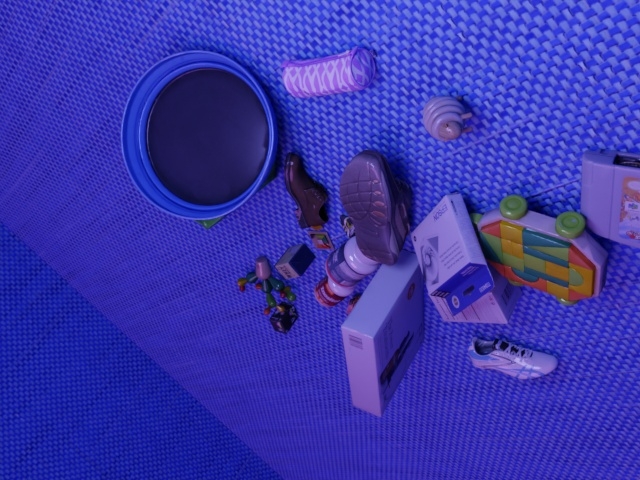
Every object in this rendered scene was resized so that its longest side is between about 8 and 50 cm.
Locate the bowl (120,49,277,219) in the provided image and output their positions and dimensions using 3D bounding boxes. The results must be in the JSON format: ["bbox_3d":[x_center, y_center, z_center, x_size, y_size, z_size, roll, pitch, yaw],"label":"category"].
[{"bbox_3d":[-0.281,-0.244,1.666,0.391,0.077,0.391,2,97,17],"label":"bowl"}]

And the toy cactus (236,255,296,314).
[{"bbox_3d":[-0.183,0.134,2.233,0.219,0.112,0.181,22,135,35],"label":"toy cactus"}]

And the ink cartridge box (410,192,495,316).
[{"bbox_3d":[0.289,0.040,1.592,0.223,0.045,0.224,122,135,-62],"label":"ink cartridge box"}]

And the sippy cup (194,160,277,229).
[{"bbox_3d":[-0.267,-0.184,1.814,0.224,0.305,0.240,53,-178,-6],"label":"sippy cup"}]

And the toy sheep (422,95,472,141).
[{"bbox_3d":[0.242,-0.240,1.377,0.091,0.132,0.091,-7,130,-8],"label":"toy sheep"}]

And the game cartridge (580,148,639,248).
[{"bbox_3d":[0.629,-0.061,1.295,0.297,0.062,0.198,14,136,30],"label":"game cartridge"}]

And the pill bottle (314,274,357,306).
[{"bbox_3d":[0.048,0.128,2.015,0.086,0.086,0.152,39,146,-4],"label":"pill bottle"}]

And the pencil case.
[{"bbox_3d":[0.015,-0.346,1.463,0.206,0.086,0.088,-1,147,42],"label":"pencil case"}]

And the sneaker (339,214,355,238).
[{"bbox_3d":[0.072,-0.039,1.847,0.035,0.031,0.083,44,161,37],"label":"sneaker"}]

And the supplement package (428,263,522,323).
[{"bbox_3d":[0.372,0.127,1.706,0.179,0.105,0.105,-3,130,45],"label":"supplement package"}]

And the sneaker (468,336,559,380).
[{"bbox_3d":[0.493,0.300,1.832,0.237,0.085,0.086,3,127,35],"label":"sneaker"}]

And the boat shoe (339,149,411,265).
[{"bbox_3d":[0.136,-0.091,1.634,0.132,0.130,0.355,23,150,25],"label":"boat shoe"}]

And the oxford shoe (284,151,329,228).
[{"bbox_3d":[-0.030,-0.132,1.792,0.096,0.083,0.227,-4,133,20],"label":"oxford shoe"}]

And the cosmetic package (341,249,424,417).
[{"bbox_3d":[0.175,0.247,1.867,0.097,0.284,0.377,18,143,23],"label":"cosmetic package"}]

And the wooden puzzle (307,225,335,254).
[{"bbox_3d":[0.000,0.000,1.967,0.078,0.014,0.116,1,133,42],"label":"wooden puzzle"}]

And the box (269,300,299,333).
[{"bbox_3d":[-0.119,0.253,2.319,0.052,0.083,0.062,10,138,34],"label":"box"}]

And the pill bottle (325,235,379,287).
[{"bbox_3d":[0.096,0.047,1.853,0.108,0.108,0.180,41,146,-7],"label":"pill bottle"}]

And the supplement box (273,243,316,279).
[{"bbox_3d":[-0.074,0.062,2.045,0.083,0.083,0.056,-15,121,51],"label":"supplement box"}]

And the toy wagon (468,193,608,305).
[{"bbox_3d":[0.434,0.016,1.512,0.344,0.068,0.267,22,152,31],"label":"toy wagon"}]

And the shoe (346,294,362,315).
[{"bbox_3d":[0.119,0.183,2.038,0.081,0.063,0.178,20,148,15],"label":"shoe"}]
